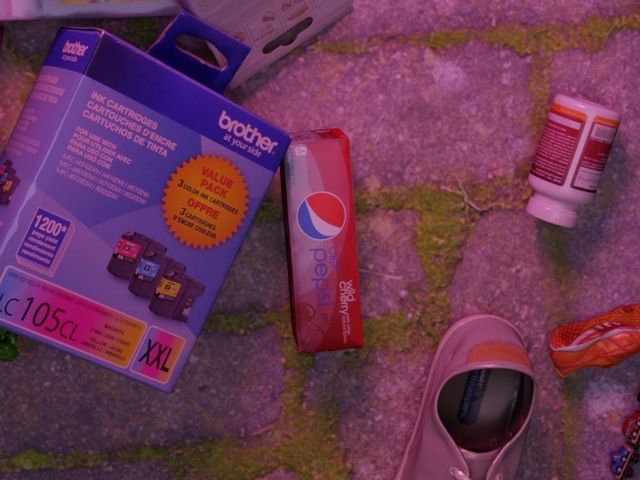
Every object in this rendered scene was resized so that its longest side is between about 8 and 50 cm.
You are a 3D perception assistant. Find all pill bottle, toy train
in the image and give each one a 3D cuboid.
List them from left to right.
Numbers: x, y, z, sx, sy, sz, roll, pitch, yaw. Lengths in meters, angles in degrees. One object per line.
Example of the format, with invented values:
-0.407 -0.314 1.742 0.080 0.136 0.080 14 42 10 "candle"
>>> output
0.306 -0.098 1.648 0.086 0.086 0.152 16 102 -9 "pill bottle"
0.419 0.248 1.776 0.036 0.027 0.158 18 101 -6 "toy train"

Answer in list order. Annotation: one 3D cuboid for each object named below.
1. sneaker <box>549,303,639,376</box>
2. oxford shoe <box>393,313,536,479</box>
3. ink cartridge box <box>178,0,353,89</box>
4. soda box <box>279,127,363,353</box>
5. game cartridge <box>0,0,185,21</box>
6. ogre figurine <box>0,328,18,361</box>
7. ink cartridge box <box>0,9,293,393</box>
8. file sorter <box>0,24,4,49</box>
0.382 0.129 1.734 0.175 0.064 0.067 -13 125 3 "sneaker"
0.180 0.317 1.718 0.169 0.130 0.449 8 104 -9 "oxford shoe"
-0.071 -0.301 1.521 0.189 0.232 0.066 -34 64 -7 "ink cartridge box"
0.000 0.000 1.638 0.084 0.092 0.263 -6 104 -5 "soda box"
-0.236 -0.354 1.533 0.297 0.062 0.198 -4 109 -11 "game cartridge"
-0.383 0.035 1.595 0.097 0.118 0.197 -27 104 5 "ogre figurine"
-0.217 -0.063 1.511 0.270 0.151 0.395 26 86 -31 "ink cartridge box"
-0.476 -0.143 1.455 0.182 0.290 0.202 12 102 -6 "file sorter"
